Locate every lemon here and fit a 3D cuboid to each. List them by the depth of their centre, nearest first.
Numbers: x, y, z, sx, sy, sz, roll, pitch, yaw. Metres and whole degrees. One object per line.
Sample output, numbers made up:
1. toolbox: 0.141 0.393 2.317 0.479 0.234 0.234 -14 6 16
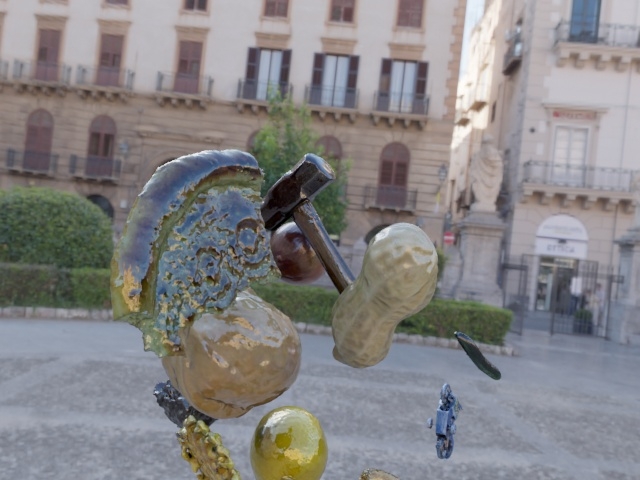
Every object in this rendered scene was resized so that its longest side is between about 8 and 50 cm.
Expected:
1. lemon: -0.099 0.655 1.828 0.260 0.261 0.284 6 -4 -10

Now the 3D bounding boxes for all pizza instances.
1. pizza: 0.153 0.665 1.402 0.188 0.199 0.062 35 -44 -6

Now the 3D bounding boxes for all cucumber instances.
1. cucumber: 0.361 0.269 1.330 0.033 0.036 0.184 -4 -42 51

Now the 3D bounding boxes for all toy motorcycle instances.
1. toy motorcycle: 0.425 0.608 1.966 0.092 0.255 0.135 3 -7 29

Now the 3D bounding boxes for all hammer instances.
1. hammer: 0.000 0.000 1.536 0.242 0.409 0.095 -38 -16 23

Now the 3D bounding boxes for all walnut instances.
1. walnut: -0.235 0.280 1.519 0.380 0.382 0.381 6 -1 0

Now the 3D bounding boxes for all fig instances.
1. fig: -0.074 0.045 1.709 0.205 0.206 0.205 6 -1 0

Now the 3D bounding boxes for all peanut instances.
1. peanut: 0.101 0.101 0.956 0.136 0.299 0.120 19 33 -12

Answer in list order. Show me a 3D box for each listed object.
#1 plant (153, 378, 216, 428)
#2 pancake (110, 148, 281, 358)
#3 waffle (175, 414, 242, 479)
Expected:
1. plant: -0.440 0.526 1.945 0.233 0.178 0.204 22 -33 46
2. pancake: -0.207 0.004 1.033 0.066 0.305 0.426 -13 17 38
3. waffle: -0.246 0.534 1.349 0.060 0.281 0.262 -29 -5 -31
